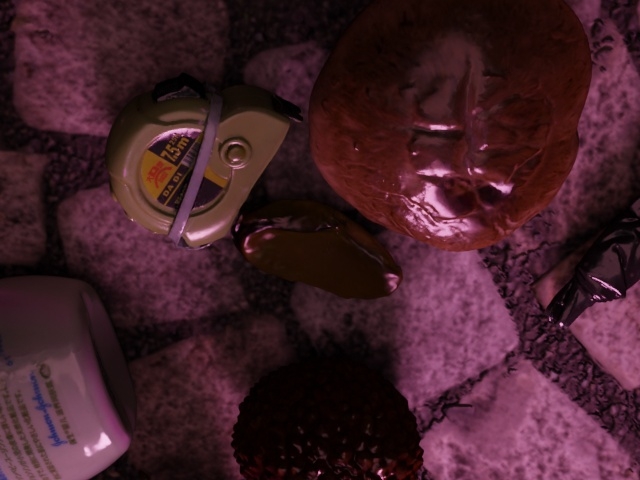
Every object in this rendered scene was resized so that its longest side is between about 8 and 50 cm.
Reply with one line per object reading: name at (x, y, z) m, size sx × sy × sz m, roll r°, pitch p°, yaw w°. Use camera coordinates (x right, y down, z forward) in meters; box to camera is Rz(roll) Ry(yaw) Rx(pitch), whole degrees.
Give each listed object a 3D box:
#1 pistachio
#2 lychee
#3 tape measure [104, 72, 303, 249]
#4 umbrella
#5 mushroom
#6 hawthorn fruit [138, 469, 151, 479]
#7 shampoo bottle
pistachio at (0.000, 0.000, 1.689) m, size 0.173 × 0.049 × 0.089 m, roll 18°, pitch 130°, yaw -7°
lychee at (0.009, 0.206, 1.689) m, size 0.188 × 0.188 × 0.188 m, roll 0°, pitch 108°, yaw 1°
tape measure at (-0.126, -0.078, 1.645) m, size 0.154 × 0.087 × 0.177 m, roll 24°, pitch 108°, yaw -19°
umbrella at (0.309, 0.000, 1.681) m, size 0.066 × 0.059 × 0.235 m, roll 43°, pitch 103°, yaw 6°
mushroom at (0.126, -0.116, 1.601) m, size 0.278 × 0.146 × 0.278 m, roll -1°, pitch 115°, yaw -2°
hawthorn fruit at (-0.147, 0.337, 1.736) m, size 0.197 × 0.196 × 0.225 m, roll -13°, pitch 92°, yaw 5°
shampoo bottle at (-0.367, 0.166, 1.695) m, size 0.350 × 0.151 × 0.221 m, roll -17°, pitch 112°, yaw 5°
